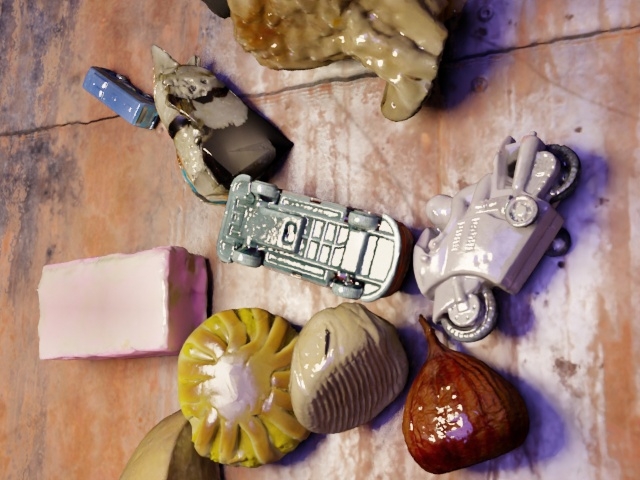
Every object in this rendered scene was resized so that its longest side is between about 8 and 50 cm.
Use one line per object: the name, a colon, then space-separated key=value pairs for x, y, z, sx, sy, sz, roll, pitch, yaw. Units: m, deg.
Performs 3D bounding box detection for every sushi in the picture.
sushi: x=-0.184 y=-0.167 z=1.149 sx=0.273 sy=0.134 sz=0.109 roll=45 pitch=134 yaw=17

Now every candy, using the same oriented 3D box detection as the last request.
candy: x=-0.297 y=0.100 z=1.162 sx=0.264 sy=0.115 sz=0.156 roll=-8 pitch=81 yaw=29

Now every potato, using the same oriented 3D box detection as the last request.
potato: x=-0.250 y=0.369 z=1.047 sx=0.211 sy=0.189 sz=0.265 roll=-17 pitch=74 yaw=25

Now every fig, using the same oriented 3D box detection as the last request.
fig: x=0.157 y=0.166 z=0.906 sx=0.146 sy=0.134 sz=0.201 roll=-16 pitch=66 yaw=15

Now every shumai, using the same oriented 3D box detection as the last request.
shumai: x=0.044 y=-0.283 z=0.942 sx=0.267 sy=0.314 sz=0.262 roll=-43 pitch=69 yaw=2

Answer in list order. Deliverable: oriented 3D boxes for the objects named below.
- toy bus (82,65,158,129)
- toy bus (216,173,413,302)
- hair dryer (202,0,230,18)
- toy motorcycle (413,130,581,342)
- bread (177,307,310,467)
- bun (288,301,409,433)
toy bus: x=-0.326 y=-0.236 z=1.261 sx=0.153 sy=0.061 sz=0.051 roll=36 pitch=104 yaw=26
toy bus: x=0.000 y=0.000 z=1.013 sx=0.265 sy=0.119 sz=0.121 roll=15 pitch=92 yaw=29
hair dryer: x=-0.124 y=-0.417 z=1.082 sx=0.197 sy=0.251 sz=0.089 roll=-40 pitch=88 yaw=18
toy motorcycle: x=0.193 y=-0.014 z=0.928 sx=0.170 sy=0.110 sz=0.260 roll=31 pitch=92 yaw=40
bread: x=-0.098 y=0.193 z=1.026 sx=0.213 sy=0.105 sz=0.214 roll=-2 pitch=74 yaw=6
bun: x=0.025 y=0.147 z=0.950 sx=0.113 sy=0.166 sz=0.173 roll=50 pitch=130 yaw=41
